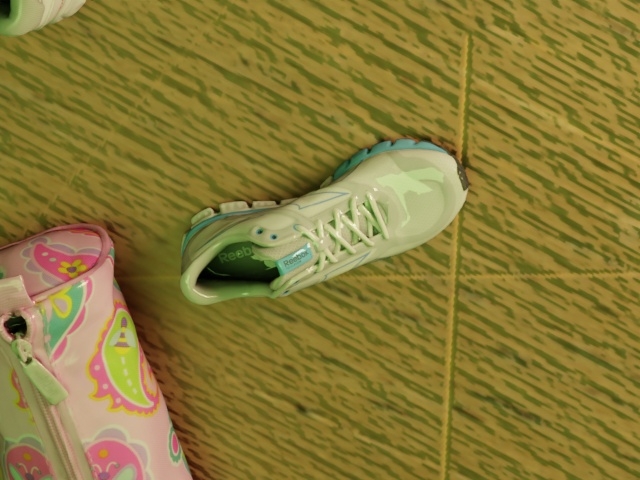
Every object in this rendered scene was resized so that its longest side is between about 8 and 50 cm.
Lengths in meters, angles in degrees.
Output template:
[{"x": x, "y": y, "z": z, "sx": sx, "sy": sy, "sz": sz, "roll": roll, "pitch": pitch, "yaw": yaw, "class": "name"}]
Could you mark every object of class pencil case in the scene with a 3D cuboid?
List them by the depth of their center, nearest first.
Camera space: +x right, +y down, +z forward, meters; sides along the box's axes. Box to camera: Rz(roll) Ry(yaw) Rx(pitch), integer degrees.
[{"x": -0.149, "y": 0.132, "z": 1.178, "sx": 0.124, "sy": 0.124, "sz": 0.284, "roll": -11, "pitch": 111, "yaw": 11, "class": "pencil case"}]

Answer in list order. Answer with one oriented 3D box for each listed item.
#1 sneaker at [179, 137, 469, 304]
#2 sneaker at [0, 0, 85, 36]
[{"x": 0.000, "y": 0.000, "z": 1.126, "sx": 0.190, "sy": 0.083, "sz": 0.071, "roll": -21, "pitch": 106, "yaw": 14, "class": "sneaker"}, {"x": -0.243, "y": -0.190, "z": 1.061, "sx": 0.232, "sy": 0.115, "sz": 0.090, "roll": 26, "pitch": 113, "yaw": -3, "class": "sneaker"}]
